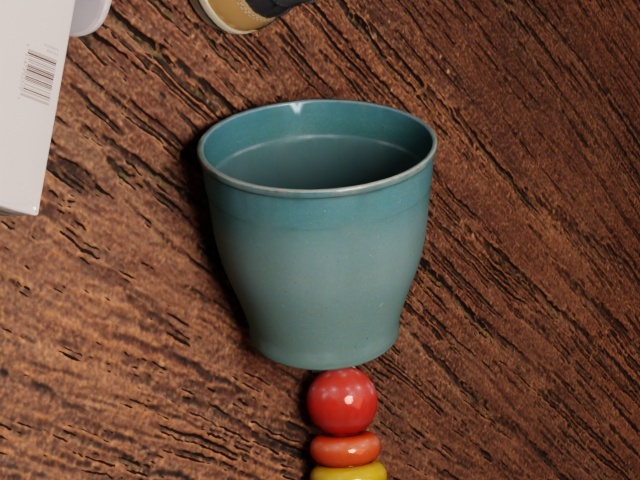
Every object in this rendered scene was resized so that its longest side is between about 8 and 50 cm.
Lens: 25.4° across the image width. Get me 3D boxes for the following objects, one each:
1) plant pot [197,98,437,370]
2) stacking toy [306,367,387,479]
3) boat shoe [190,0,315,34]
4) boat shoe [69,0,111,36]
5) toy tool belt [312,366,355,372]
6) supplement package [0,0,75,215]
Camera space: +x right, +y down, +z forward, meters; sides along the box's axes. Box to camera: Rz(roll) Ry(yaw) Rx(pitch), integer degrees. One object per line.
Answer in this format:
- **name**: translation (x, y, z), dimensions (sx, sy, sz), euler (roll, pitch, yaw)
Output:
- **plant pot**: translation (0.000, 0.000, 1.659), dimensions (0.271, 0.271, 0.255), euler (-34, 131, -46)
- **stacking toy**: translation (0.039, 0.321, 1.781), dimensions (0.141, 0.141, 0.330), euler (-5, 93, -51)
- **boat shoe**: translation (-0.006, -0.464, 1.719), dimensions (0.187, 0.156, 0.500), euler (45, 55, -39)
- **boat shoe**: translation (-0.244, -0.343, 1.471), dimensions (0.084, 0.095, 0.258), euler (-30, 123, -69)
- **toy tool belt**: translation (0.025, 0.182, 1.843), dimensions (0.051, 0.052, 0.083), euler (-32, 117, -4)
- **supplement package**: translation (-0.355, -0.169, 1.290), dimensions (0.204, 0.145, 0.262), euler (20, 75, -49)
